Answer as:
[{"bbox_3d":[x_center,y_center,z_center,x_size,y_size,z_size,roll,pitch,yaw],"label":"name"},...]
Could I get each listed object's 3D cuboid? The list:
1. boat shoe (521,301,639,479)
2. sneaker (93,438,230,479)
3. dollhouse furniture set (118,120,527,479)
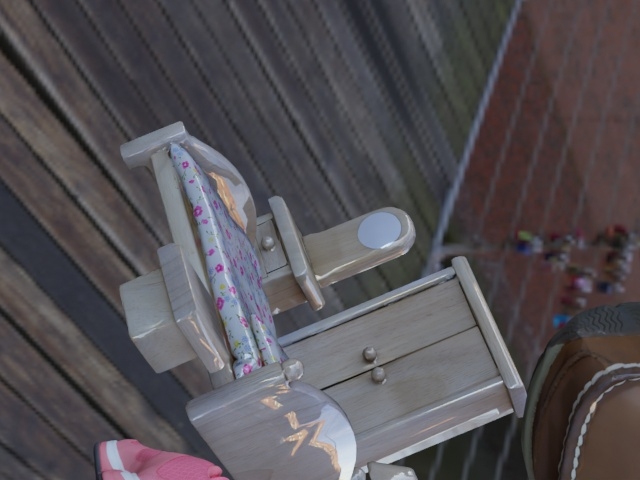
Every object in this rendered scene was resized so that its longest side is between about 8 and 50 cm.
[{"bbox_3d":[0.158,0.169,0.562,0.120,0.122,0.324,-85,164,-50],"label":"boat shoe"},{"bbox_3d":[-0.156,0.266,1.292,0.314,0.136,0.116,179,-92,-79],"label":"sneaker"},{"bbox_3d":[0.000,0.000,0.789,0.355,0.173,0.303,65,3,-52],"label":"dollhouse furniture set"}]
